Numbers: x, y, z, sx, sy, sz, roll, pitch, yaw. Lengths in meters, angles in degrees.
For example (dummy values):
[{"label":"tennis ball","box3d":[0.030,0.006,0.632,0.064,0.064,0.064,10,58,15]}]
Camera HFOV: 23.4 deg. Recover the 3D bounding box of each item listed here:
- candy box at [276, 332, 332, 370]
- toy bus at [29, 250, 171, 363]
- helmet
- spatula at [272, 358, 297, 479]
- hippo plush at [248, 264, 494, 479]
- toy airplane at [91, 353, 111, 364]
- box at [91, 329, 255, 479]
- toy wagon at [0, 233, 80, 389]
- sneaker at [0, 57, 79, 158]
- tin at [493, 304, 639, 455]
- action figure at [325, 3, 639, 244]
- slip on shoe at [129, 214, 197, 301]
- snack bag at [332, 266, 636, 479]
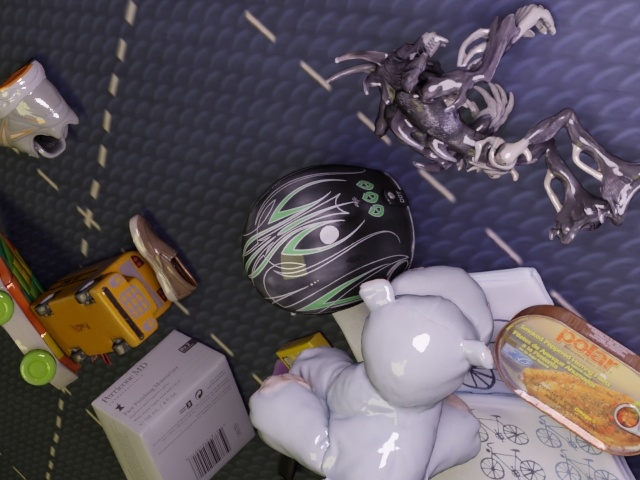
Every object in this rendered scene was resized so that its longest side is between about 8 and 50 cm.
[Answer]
[{"label":"candy box","box3d":[0.032,0.213,2.038,0.206,0.027,0.105,51,149,-7]},{"label":"toy bus","box3d":[-0.323,0.098,2.285,0.108,0.130,0.332,55,152,-11]},{"label":"helmet","box3d":[0.000,0.000,1.621,0.169,0.161,0.169,40,137,52]},{"label":"spatula","box3d":[-0.041,0.274,2.217,0.084,0.030,0.296,35,150,20]},{"label":"hippo plush","box3d":[0.055,0.134,1.560,0.234,0.294,0.236,24,120,16]},{"label":"toy airplane","box3d":[-0.367,0.155,2.519,0.151,0.028,0.151,56,160,32]},{"label":"box","box3d":[-0.215,0.267,2.295,0.119,0.181,0.182,23,144,39]},{"label":"toy wagon","box3d":[-0.501,0.081,2.482,0.344,0.068,0.267,59,180,-19]},{"label":"sneaker","box3d":[-0.415,-0.151,2.137,0.121,0.099,0.262,47,154,-9]},{"label":"tin","box3d":[0.264,0.138,1.545,0.189,0.040,0.106,34,130,11]},{"label":"action figure","box3d":[0.149,-0.113,1.328,0.275,0.141,0.164,31,154,-1]},{"label":"slip on shoe","box3d":[-0.217,0.020,2.134,0.041,0.051,0.135,-22,103,19]},{"label":"snack bag","box3d":[0.174,0.173,1.702,0.323,0.037,0.342,-4,121,45]}]
